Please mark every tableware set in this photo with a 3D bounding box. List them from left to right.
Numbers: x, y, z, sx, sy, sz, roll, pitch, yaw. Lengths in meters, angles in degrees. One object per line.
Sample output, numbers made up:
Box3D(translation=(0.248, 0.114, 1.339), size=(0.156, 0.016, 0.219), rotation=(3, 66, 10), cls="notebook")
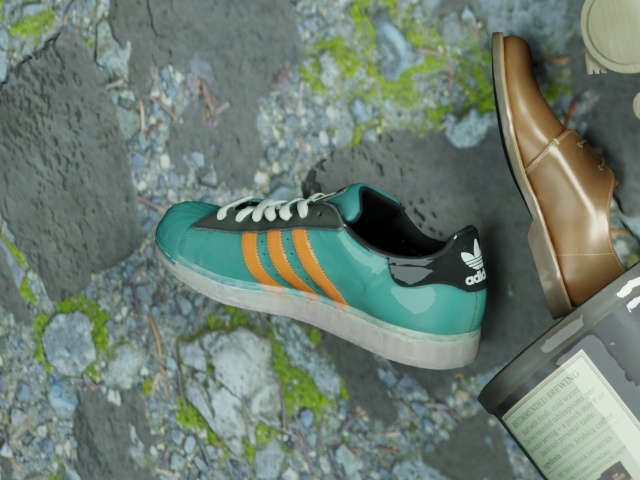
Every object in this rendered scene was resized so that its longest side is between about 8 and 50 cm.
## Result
Box3D(translation=(0.243, -0.115, 0.921), size=(0.168, 0.020, 0.141), rotation=(-18, 94, 39), cls="tableware set")

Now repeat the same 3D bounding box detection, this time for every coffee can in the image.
Box3D(translation=(0.265, 0.152, 0.977), size=(0.275, 0.201, 0.201), rotation=(53, 129, 12), cls="coffee can")

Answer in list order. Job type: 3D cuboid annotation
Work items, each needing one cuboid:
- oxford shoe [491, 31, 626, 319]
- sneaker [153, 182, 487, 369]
Box3D(translation=(0.173, -0.055, 1.087), size=(0.076, 0.076, 0.212), rotation=(-17, 90, 10), cls="oxford shoe")
Box3D(translation=(0.000, 0.000, 1.211), size=(0.302, 0.108, 0.121), rotation=(17, 114, 25), cls="sneaker")
